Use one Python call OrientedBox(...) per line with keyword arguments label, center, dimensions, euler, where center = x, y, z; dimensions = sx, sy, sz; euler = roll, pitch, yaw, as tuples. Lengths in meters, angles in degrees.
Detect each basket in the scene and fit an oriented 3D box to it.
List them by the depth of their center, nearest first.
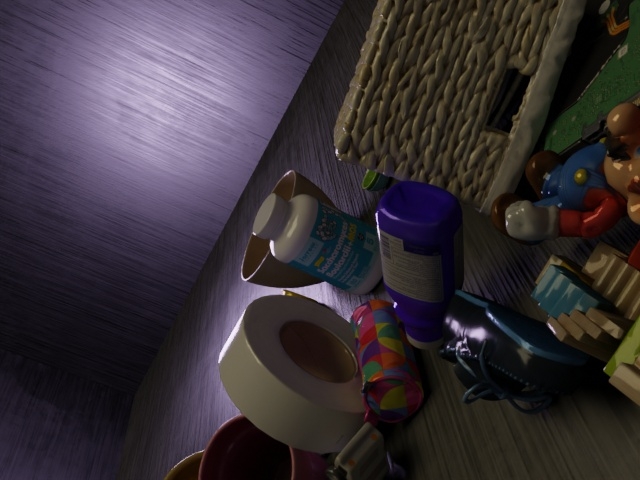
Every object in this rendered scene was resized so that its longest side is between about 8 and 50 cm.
OrientedBox(label="basket", center=(0.189, -0.249, 1.221), dimensions=(0.331, 0.267, 0.328), euler=(-83, 11, -76))

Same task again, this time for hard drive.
OrientedBox(label="hard drive", center=(0.402, -0.265, 1.065), dimensions=(0.237, 0.064, 0.338), euler=(-43, 27, 55))

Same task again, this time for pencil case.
OrientedBox(label="pencil case", center=(0.103, 0.195, 1.303), dimensions=(0.104, 0.105, 0.236), euler=(-59, 15, 24))

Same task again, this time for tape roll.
OrientedBox(label="tape roll", center=(-0.025, 0.221, 1.345), dimensions=(0.100, 0.286, 0.286), euler=(-58, 17, 25))

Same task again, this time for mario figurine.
OrientedBox(label="mario figurine", center=(0.310, -0.092, 0.875), dimensions=(0.320, 0.170, 0.197), euler=(160, 119, -66))

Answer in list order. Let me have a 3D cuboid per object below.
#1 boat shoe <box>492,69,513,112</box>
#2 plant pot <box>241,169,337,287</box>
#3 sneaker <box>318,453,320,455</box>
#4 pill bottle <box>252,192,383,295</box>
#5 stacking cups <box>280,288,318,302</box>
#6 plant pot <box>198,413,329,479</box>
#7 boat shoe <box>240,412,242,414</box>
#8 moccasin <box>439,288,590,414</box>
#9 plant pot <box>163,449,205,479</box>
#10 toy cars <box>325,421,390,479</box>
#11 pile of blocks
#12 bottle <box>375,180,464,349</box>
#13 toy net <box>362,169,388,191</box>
OrientedBox(label="boat shoe", center=(0.299, -0.312, 1.432), dimensions=(0.227, 0.081, 0.079), euler=(-64, 16, 5))
OrientedBox(label="plant pot", center=(-0.043, 0.001, 1.887), dimensions=(0.284, 0.191, 0.284), euler=(-56, 18, 29))
OrientedBox(label="sneaker", center=(-0.079, 0.392, 1.517), dimensions=(0.217, 0.079, 0.121), euler=(-22, 14, -1))
OrientedBox(label="pill bottle", center=(0.000, 0.000, 1.601), dimensions=(0.146, 0.264, 0.146), euler=(-51, 24, 34))
OrientedBox(label="stacking cups", center=(-0.100, 0.276, 1.870), dimensions=(0.316, 0.096, 0.096), euler=(-71, 16, -9))
OrientedBox(label="plant pot", center=(-0.076, 0.410, 1.351), dimensions=(0.201, 0.180, 0.201), euler=(-16, 60, 28))
OrientedBox(label="boat shoe", center=(-0.106, 0.401, 1.680), dimensions=(0.302, 0.091, 0.114), euler=(-140, 35, -69))
OrientedBox(label="moccasin", center=(0.228, 0.146, 0.965), dimensions=(0.342, 0.138, 0.116), euler=(-102, 32, -87))
OrientedBox(label="plant pot", center=(-0.200, 0.570, 1.526), dimensions=(0.239, 0.254, 0.254), euler=(107, 174, -46))
OrientedBox(label="toy cars", center=(0.014, 0.449, 1.233), dimensions=(0.393, 0.087, 0.176), euler=(-60, -20, 15))
OrientedBox(label="pile of blocks", center=(0.301, 0.057, 0.767), dimensions=(0.112, 0.149, 0.362), euler=(-62, 16, 14))
OrientedBox(label="bottle", center=(0.149, 0.047, 1.150), dimensions=(0.092, 0.118, 0.282), euler=(-49, -36, -33))
OrientedBox(label="toy net", center=(0.134, -0.193, 1.863), dimensions=(0.122, 0.045, 0.232), euler=(-61, 16, 18))
